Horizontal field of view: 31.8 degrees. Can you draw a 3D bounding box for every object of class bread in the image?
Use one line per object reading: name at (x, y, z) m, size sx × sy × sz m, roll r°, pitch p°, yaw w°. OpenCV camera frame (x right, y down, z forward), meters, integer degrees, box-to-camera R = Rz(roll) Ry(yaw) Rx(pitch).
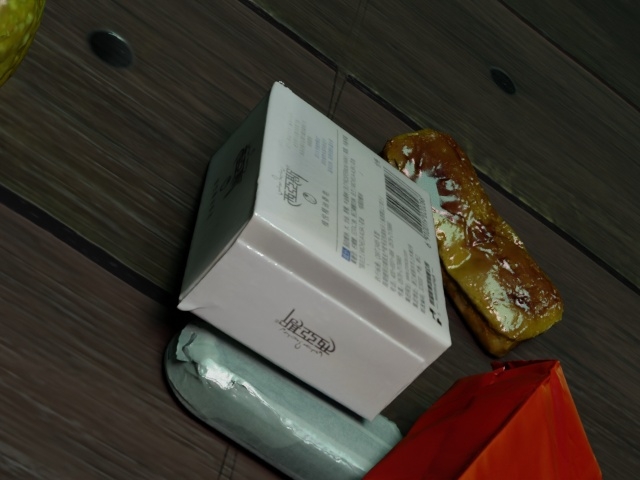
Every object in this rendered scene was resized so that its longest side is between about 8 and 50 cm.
bread at (0.161, -0.003, 1.256) m, size 0.139 × 0.077 × 0.271 m, roll -16°, pitch 70°, yaw -48°

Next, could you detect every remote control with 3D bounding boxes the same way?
remote control at (-0.021, 0.148, 0.952) m, size 0.247 × 0.052 × 0.104 m, roll 35°, pitch 33°, yaw -12°

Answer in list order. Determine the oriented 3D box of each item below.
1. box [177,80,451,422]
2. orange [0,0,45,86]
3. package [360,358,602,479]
box at (-0.002, 0.002, 1.018) m, size 0.203 × 0.116 × 0.274 m, roll 34°, pitch 25°, yaw -18°
orange at (-0.346, -0.192, 0.778) m, size 0.300 × 0.223 × 0.301 m, roll 23°, pitch -5°, yaw 42°
package at (0.108, 0.250, 0.878) m, size 0.423 × 0.123 × 0.196 m, roll -29°, pitch 100°, yaw -53°
